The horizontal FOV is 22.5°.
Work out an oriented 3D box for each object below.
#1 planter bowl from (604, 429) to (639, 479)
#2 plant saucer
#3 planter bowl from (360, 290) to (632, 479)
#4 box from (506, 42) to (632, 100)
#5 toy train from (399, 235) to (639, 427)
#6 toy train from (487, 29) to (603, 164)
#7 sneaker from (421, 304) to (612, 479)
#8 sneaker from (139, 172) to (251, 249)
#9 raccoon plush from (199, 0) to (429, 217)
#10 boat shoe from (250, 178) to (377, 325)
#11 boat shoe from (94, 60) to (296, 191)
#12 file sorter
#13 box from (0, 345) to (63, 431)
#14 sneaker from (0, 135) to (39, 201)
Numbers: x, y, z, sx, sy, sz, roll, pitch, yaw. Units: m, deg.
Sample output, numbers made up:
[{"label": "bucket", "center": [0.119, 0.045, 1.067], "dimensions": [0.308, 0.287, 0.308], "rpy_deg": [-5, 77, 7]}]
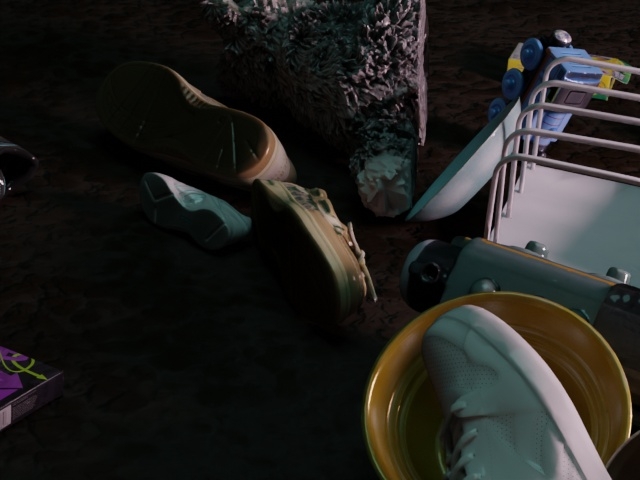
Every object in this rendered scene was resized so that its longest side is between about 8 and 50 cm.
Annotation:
[{"label": "planter bowl", "center": [0.302, 0.220, 1.224], "dimensions": [0.162, 0.162, 0.109], "rpy_deg": [27, 4, 38]}, {"label": "plant saucer", "center": [0.175, -0.082, 1.851], "dimensions": [0.037, 0.195, 0.195], "rpy_deg": [43, 28, -2]}, {"label": "planter bowl", "center": [0.146, 0.158, 1.328], "dimensions": [0.217, 0.090, 0.217], "rpy_deg": [-4, 59, 7]}, {"label": "box", "center": [0.375, -0.253, 2.414], "dimensions": [0.179, 0.043, 0.105], "rpy_deg": [10, 24, 13]}, {"label": "toy train", "center": [0.230, 0.080, 1.448], "dimensions": [0.334, 0.142, 0.190], "rpy_deg": [21, -3, 31]}, {"label": "toy train", "center": [0.284, -0.180, 2.070], "dimensions": [0.080, 0.184, 0.105], "rpy_deg": [2, 41, -31]}, {"label": "sneaker", "center": [0.113, 0.184, 1.182], "dimensions": [0.169, 0.108, 0.292], "rpy_deg": [-18, 58, -23]}, {"label": "sneaker", "center": [-0.140, -0.032, 1.784], "dimensions": [0.152, 0.053, 0.061], "rpy_deg": [31, 24, 32]}, {"label": "raccoon plush", "center": [-0.022, -0.198, 2.015], "dimensions": [0.299, 0.216, 0.446], "rpy_deg": [1, 24, 7]}, {"label": "boat shoe", "center": [0.000, 0.000, 1.673], "dimensions": [0.089, 0.104, 0.285], "rpy_deg": [-4, 25, -16]}, {"label": "boat shoe", "center": [-0.154, -0.130, 1.950], "dimensions": [0.302, 0.109, 0.098], "rpy_deg": [25, -10, 36]}, {"label": "file sorter", "center": [0.298, -0.063, 1.769], "dimensions": [0.193, 0.173, 0.277], "rpy_deg": [12, 33, 14]}, {"label": "box", "center": [-0.325, 0.121, 1.413], "dimensions": [0.162, 0.029, 0.116], "rpy_deg": [17, 26, 24]}, {"label": "sneaker", "center": [-0.406, -0.067, 1.726], "dimensions": [0.106, 0.101, 0.267], "rpy_deg": [17, 26, 17]}]
